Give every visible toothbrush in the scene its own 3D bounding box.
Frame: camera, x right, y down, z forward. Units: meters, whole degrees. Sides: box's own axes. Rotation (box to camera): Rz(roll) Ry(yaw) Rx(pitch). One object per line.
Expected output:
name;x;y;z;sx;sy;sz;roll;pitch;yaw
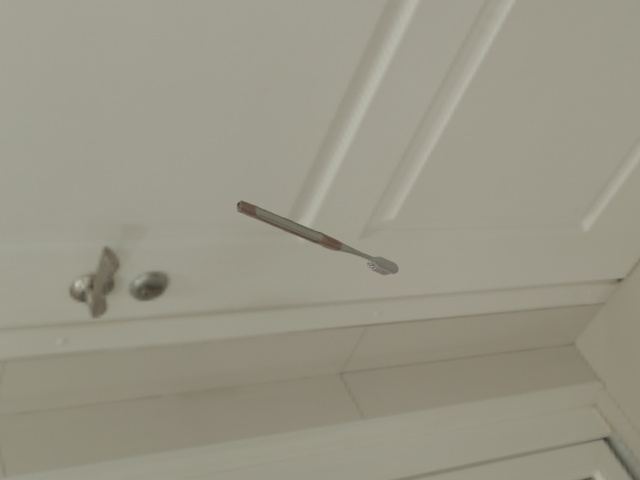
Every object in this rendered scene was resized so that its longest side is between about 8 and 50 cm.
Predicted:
toothbrush;0.000;0.000;0.438;0.008;0.097;0.006;-26;51;44
